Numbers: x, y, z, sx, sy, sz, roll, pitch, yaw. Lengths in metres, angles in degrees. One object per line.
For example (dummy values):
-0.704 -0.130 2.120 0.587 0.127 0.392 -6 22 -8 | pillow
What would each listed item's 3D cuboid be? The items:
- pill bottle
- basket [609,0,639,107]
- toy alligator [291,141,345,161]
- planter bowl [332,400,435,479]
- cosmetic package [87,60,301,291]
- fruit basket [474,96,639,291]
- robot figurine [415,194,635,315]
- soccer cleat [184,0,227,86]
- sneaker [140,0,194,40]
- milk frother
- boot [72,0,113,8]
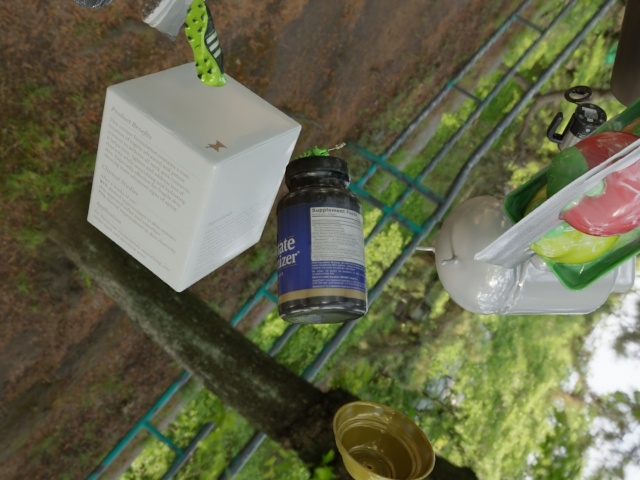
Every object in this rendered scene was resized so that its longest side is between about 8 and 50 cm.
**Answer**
0.000 0.000 0.927 0.123 0.123 0.219 67 19 -72 | pill bottle
0.571 -0.326 1.077 0.154 0.205 0.226 -52 158 -29 | basket
-0.021 -0.245 1.910 0.190 0.051 0.056 -32 -168 11 | toy alligator
0.112 0.432 1.350 0.217 0.217 0.090 -28 144 -60 | planter bowl
-0.312 -0.162 1.621 0.327 0.329 0.393 -36 157 -49 | cosmetic package
0.331 -0.074 0.767 0.327 0.165 0.353 -39 157 17 | fruit basket
0.347 0.025 1.126 0.300 0.354 0.199 169 -79 -77 | robot figurine
-0.230 -0.397 1.355 0.072 0.060 0.178 -3 83 -66 | soccer cleat
-0.334 -0.644 1.727 0.281 0.105 0.115 -43 136 7 | sneaker
0.692 -0.322 1.798 0.143 0.129 0.134 -54 166 -28 | milk frother
-0.249 -0.471 0.920 0.338 0.222 0.118 -34 136 -6 | boot
